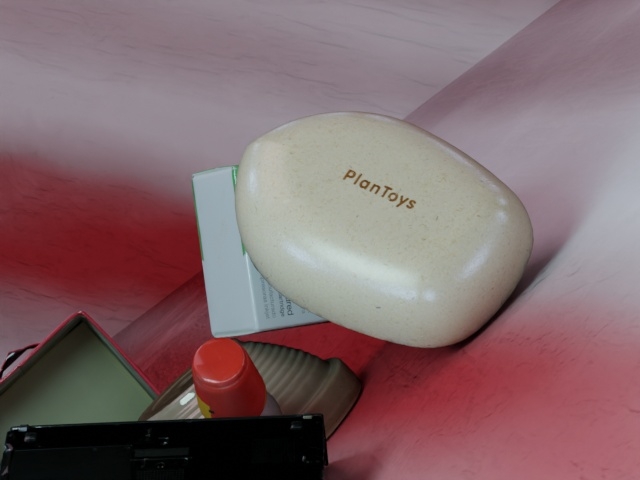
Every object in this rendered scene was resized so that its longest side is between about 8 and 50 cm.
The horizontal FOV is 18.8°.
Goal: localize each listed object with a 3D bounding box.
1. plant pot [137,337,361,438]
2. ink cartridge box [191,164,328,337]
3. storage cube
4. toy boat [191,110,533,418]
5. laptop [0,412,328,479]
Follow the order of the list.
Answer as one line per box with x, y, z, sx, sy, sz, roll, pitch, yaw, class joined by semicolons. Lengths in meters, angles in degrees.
-0.086;0.166;1.731;0.237;0.110;0.237;-40;7;6;plant pot
0.000;0.000;1.762;0.208;0.153;0.087;-8;-1;-32;ink cartridge box
-0.265;0.204;2.098;0.183;0.215;0.193;-42;0;-9;storage cube
0.007;0.040;1.608;0.318;0.267;0.148;-49;-27;-19;toy boat
-0.110;0.203;1.417;0.234;0.136;0.264;-3;34;1;laptop
